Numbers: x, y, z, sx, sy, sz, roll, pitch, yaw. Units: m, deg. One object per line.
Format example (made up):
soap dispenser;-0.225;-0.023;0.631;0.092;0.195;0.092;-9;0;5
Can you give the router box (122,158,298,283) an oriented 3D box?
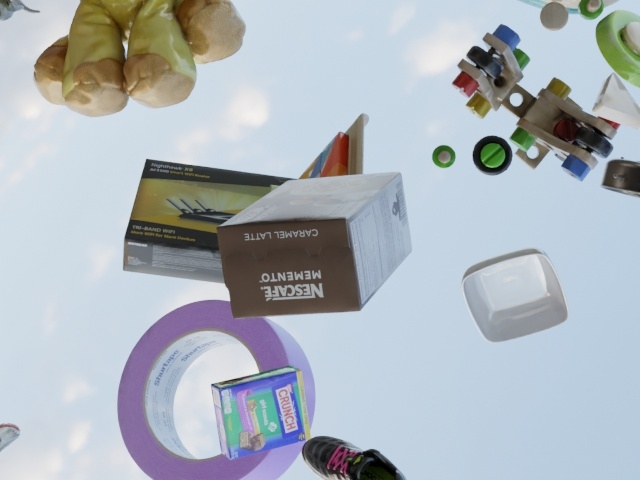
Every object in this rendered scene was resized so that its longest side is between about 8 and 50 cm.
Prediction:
router box;-0.184;-0.029;2.440;0.243;0.308;0.081;-86;-176;-52

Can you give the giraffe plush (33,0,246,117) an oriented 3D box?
giraffe plush;-0.163;-0.224;1.097;0.181;0.170;0.210;-3;-141;23

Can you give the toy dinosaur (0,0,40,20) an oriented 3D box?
toy dinosaur;-0.444;-0.367;1.478;0.160;0.314;0.121;-29;-169;-37

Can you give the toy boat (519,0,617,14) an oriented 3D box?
toy boat;0.396;-0.486;2.310;0.148;0.267;0.318;107;5;-46

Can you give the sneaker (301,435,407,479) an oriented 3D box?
sneaker;0.048;0.293;1.758;0.170;0.075;0.063;26;-114;26

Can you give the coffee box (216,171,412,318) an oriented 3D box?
coffee box;0.000;0.000;1.435;0.141;0.098;0.246;-5;-168;18

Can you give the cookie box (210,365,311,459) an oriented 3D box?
cookie box;-0.072;0.208;1.648;0.107;0.092;0.040;-12;-169;-21

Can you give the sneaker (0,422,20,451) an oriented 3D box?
sneaker;-0.497;0.351;1.906;0.225;0.092;0.088;-52;180;-7

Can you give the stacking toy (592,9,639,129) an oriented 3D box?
stacking toy;0.535;-0.226;1.926;0.130;0.279;0.309;-44;-159;42

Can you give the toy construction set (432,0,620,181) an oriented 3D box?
toy construction set;0.322;-0.236;2.026;0.237;0.257;0.309;-30;132;-85

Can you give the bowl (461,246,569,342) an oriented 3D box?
bowl;0.285;0.073;2.003;0.142;0.142;0.053;-18;-148;13

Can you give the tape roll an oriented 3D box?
tape roll;-0.149;0.226;1.929;0.274;0.090;0.275;-7;-108;21

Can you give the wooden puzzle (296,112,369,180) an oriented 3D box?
wooden puzzle;-0.004;-0.070;2.135;0.221;0.044;0.239;-48;-159;36

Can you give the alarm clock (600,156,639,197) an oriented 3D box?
alarm clock;0.550;-0.104;2.342;0.192;0.129;0.064;27;76;-85
